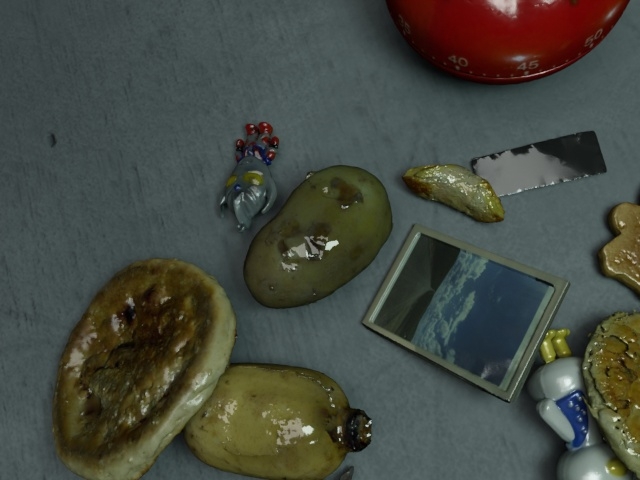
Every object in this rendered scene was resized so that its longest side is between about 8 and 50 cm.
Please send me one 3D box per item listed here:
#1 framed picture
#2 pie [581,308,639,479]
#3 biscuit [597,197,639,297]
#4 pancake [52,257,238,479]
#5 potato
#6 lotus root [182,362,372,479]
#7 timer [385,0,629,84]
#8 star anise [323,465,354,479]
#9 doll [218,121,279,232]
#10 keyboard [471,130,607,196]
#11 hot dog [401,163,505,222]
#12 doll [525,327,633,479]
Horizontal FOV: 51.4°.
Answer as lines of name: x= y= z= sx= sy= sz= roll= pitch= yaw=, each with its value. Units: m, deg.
framed picture: x=0.204 y=0.097 z=0.974 sx=0.260 sy=0.023 sz=0.189 roll=24 pitch=81 yaw=35
pie: x=0.468 y=0.211 z=0.871 sx=0.274 sy=0.055 sz=0.274 roll=8 pitch=55 yaw=-12
biscuit: x=0.515 y=-0.016 z=0.984 sx=0.166 sy=0.036 sz=0.225 roll=35 pitch=81 yaw=14
pancake: x=-0.282 y=0.184 z=0.993 sx=0.356 sy=0.065 sz=0.356 roll=-19 pitch=54 yaw=29
potato: x=0.000 y=0.000 z=1.002 sx=0.165 sy=0.165 sz=0.262 roll=39 pitch=80 yaw=15
lotus root: x=-0.066 y=0.259 z=0.955 sx=0.284 sy=0.146 sz=0.160 roll=1 pitch=93 yaw=18
timer: x=0.277 y=-0.421 z=0.993 sx=0.377 sy=0.279 sz=0.378 roll=-2 pitch=79 yaw=8
star anise: x=-0.001 y=0.407 z=0.949 sx=0.182 sy=0.065 sz=0.195 roll=-44 pitch=66 yaw=-8
doll: x=-0.114 y=-0.103 z=1.091 sx=0.104 sy=0.062 sz=0.195 roll=5 pitch=71 yaw=9
keyboard: x=0.343 y=-0.118 z=1.047 sx=0.196 sy=0.015 sz=0.074 roll=-13 pitch=79 yaw=6
hot dog: x=0.212 y=-0.083 z=1.030 sx=0.168 sy=0.078 sz=0.061 roll=26 pitch=66 yaw=9
doll: x=0.354 y=0.265 z=0.900 sx=0.119 sy=0.138 sz=0.293 roll=-29 pitch=65 yaw=48
